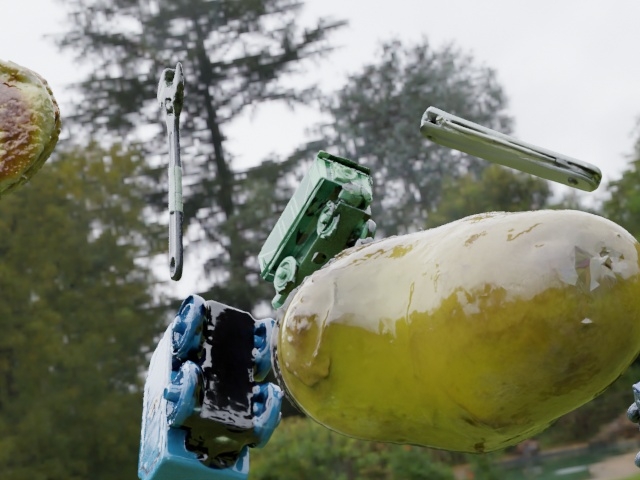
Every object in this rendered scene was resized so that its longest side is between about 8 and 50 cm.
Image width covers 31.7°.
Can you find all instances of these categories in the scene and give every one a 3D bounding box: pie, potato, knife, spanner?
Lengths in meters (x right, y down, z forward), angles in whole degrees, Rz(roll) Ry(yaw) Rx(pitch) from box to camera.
[{"bbox_3d":[-0.471,-0.162,1.612,0.179,0.205,0.084,29,-11,3],"label":"pie"},{"bbox_3d":[0.165,0.063,1.251,0.397,0.290,0.296,15,-28,-3],"label":"potato"},{"bbox_3d":[0.260,-0.127,1.564,0.265,0.041,0.073,23,-7,21],"label":"knife"},{"bbox_3d":[-0.202,-0.098,1.567,0.024,0.316,0.087,4,-18,-24],"label":"spanner"}]

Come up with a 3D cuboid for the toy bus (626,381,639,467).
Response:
[{"bbox_3d":[0.514,0.288,1.653,0.094,0.236,0.079,-33,40,-16],"label":"toy bus"}]

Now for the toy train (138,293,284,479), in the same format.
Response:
[{"bbox_3d":[-0.181,0.249,1.800,0.188,0.300,0.265,18,-52,-19],"label":"toy train"}]

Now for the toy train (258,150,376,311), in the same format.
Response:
[{"bbox_3d":[0.000,0.000,1.811,0.115,0.154,0.269,19,-58,-20],"label":"toy train"}]
